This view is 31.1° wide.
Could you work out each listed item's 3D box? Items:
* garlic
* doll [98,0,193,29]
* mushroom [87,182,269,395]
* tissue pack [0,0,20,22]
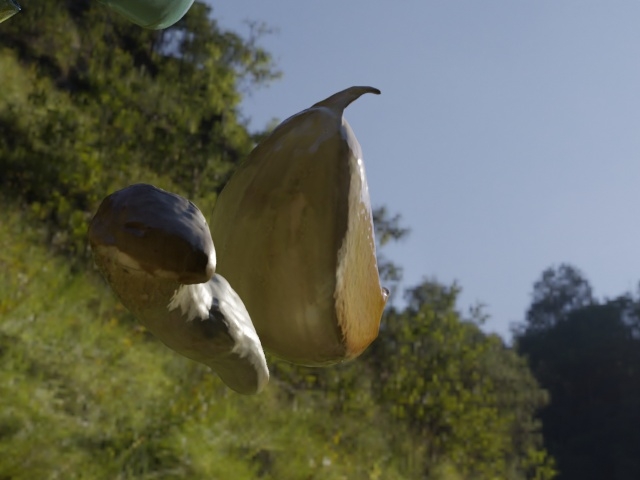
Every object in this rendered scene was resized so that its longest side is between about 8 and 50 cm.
[{"bbox_3d":[-0.011,0.001,0.958,0.164,0.145,0.245,-26,-47,-28],"label":"garlic"},{"bbox_3d":[-0.118,-0.328,1.035,0.261,0.177,0.161,-46,-19,10],"label":"doll"},{"bbox_3d":[-0.061,0.035,0.594,0.054,0.059,0.202,-21,-30,3],"label":"mushroom"},{"bbox_3d":[-0.469,-0.188,0.853,0.388,0.162,0.287,-32,-33,2],"label":"tissue pack"}]
